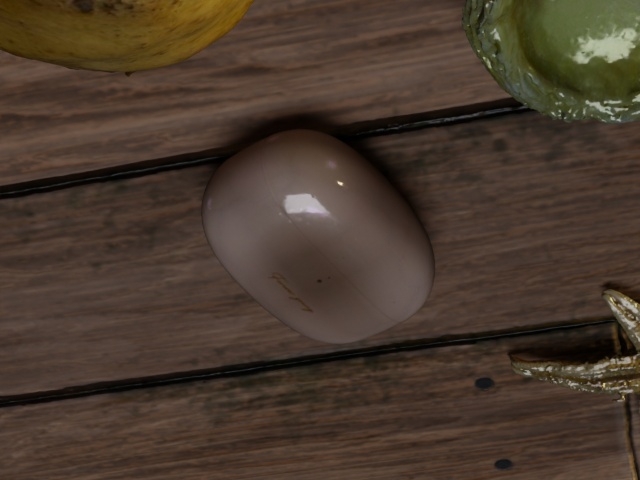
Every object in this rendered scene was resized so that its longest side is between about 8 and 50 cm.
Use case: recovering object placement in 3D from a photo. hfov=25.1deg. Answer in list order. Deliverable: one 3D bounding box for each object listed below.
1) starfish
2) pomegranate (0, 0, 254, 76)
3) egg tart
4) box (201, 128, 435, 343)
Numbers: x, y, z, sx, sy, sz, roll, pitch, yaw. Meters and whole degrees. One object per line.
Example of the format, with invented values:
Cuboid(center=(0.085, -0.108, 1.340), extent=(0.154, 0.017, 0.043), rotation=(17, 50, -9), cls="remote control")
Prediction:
Cuboid(center=(0.303, 0.129, 1.266), extent=(0.247, 0.050, 0.138), rotation=(29, 130, -21), cls="starfish")
Cuboid(center=(-0.119, -0.232, 0.771), extent=(0.281, 0.281, 0.281), rotation=(1, 135, 1), cls="pomegranate")
Cuboid(center=(0.187, -0.161, 0.961), extent=(0.197, 0.078, 0.197), rotation=(2, 136, 2), cls="egg tart")
Cuboid(center=(0.000, 0.000, 1.115), extent=(0.146, 0.088, 0.200), rotation=(-25, 130, 25), cls="box")
